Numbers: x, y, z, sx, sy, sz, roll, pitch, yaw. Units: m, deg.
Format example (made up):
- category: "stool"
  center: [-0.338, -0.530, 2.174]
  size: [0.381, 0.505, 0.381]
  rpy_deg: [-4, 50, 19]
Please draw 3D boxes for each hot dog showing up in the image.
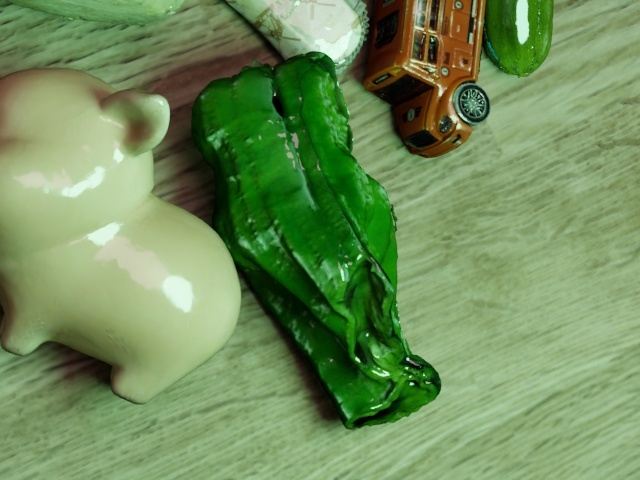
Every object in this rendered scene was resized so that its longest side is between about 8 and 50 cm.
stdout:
- category: "hot dog"
  center: [-0.031, -0.253, 1.840]
  size: [0.191, 0.059, 0.108]
  rpy_deg: [44, 79, -13]

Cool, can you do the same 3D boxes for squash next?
- category: "squash"
  center: [0.222, -0.342, 1.908]
  size: [0.087, 0.087, 0.331]
  rpy_deg: [1, 103, -23]

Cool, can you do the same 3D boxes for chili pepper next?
- category: "chili pepper"
  center: [-0.010, 0.004, 1.732]
  size: [0.167, 0.213, 0.385]
  rpy_deg: [-24, 84, 16]

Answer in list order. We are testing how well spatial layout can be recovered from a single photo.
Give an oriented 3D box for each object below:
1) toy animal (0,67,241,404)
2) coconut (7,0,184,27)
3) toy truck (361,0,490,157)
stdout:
- category: "toy animal"
  center: [-0.211, -0.010, 1.633]
  size: [0.326, 0.237, 0.269]
  rpy_deg: [28, 86, -18]
- category: "coconut"
  center: [-0.212, -0.340, 1.684]
  size: [0.245, 0.245, 0.247]
  rpy_deg: [8, 83, -22]
- category: "toy truck"
  center: [0.113, -0.220, 1.865]
  size: [0.114, 0.107, 0.253]
  rpy_deg: [15, 73, -25]
